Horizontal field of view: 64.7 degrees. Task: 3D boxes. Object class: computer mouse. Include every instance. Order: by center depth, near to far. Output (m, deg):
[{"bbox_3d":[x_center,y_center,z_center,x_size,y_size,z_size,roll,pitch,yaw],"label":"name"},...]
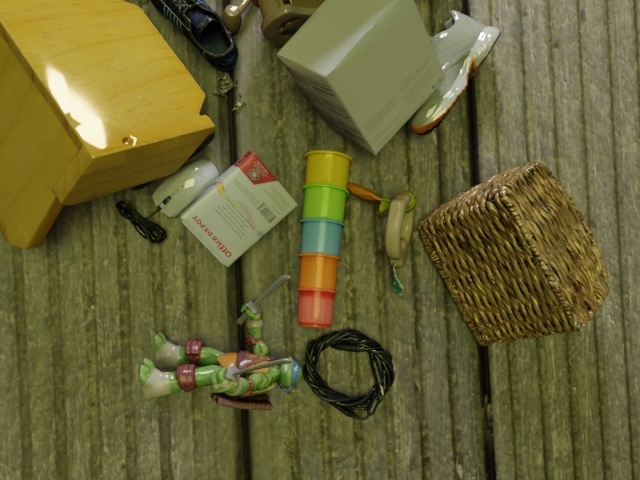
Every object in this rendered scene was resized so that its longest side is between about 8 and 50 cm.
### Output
[{"bbox_3d":[-0.277,-0.085,0.944,0.193,0.042,0.106,-41,92,-4],"label":"computer mouse"}]

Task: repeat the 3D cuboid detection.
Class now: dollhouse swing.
[{"bbox_3d":[-0.434,-0.205,0.892,0.315,0.305,0.347,-29,77,-43],"label":"dollhouse swing"}]

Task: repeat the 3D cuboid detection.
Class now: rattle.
[{"bbox_3d":[0.110,0.001,0.970,0.142,0.130,0.200,5,116,5],"label":"rattle"}]

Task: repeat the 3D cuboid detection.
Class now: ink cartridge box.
[{"bbox_3d":[-0.152,-0.059,0.927,0.175,0.072,0.127,-41,110,-4],"label":"ink cartridge box"}]

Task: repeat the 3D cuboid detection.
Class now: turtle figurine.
[{"bbox_3d":[-0.169,0.180,0.881,0.266,0.275,0.198,-3,56,-1],"label":"turtle figurine"}]

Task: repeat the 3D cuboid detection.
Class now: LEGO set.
[{"bbox_3d":[-0.175,-0.290,0.965,0.083,0.023,0.054,40,86,-4],"label":"LEGO set"}]

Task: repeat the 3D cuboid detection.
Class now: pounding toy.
[{"bbox_3d":[-0.055,-0.457,0.913,0.269,0.154,0.155,-19,92,-6],"label":"pounding toy"}]

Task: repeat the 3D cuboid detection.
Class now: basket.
[{"bbox_3d":[0.376,0.022,0.982,0.213,0.223,0.299,-32,93,-38],"label":"basket"}]

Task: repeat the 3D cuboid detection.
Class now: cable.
[{"bbox_3d":[0.054,0.247,0.972,0.184,0.047,0.150,38,86,-3],"label":"cable"}]

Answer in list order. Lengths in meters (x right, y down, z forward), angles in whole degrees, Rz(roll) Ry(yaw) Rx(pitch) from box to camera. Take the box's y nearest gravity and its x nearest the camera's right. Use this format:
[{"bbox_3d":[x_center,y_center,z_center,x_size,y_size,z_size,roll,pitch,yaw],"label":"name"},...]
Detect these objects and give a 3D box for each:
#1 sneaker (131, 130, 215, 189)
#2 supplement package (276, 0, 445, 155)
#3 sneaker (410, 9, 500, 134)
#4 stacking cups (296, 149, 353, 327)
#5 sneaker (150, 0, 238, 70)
[{"bbox_3d":[-0.288,-0.171,0.932,0.188,0.066,0.071,-35,92,-5],"label":"sneaker"},{"bbox_3d":[0.075,-0.302,0.877,0.194,0.149,0.203,-48,139,-2],"label":"supplement package"},{"bbox_3d":[0.230,-0.326,0.978,0.121,0.099,0.262,33,79,3],"label":"sneaker"},{"bbox_3d":[0.000,0.000,0.931,0.096,0.096,0.316,6,84,-5],"label":"stacking cups"},{"bbox_3d":[-0.235,-0.414,0.913,0.081,0.090,0.232,-45,102,-5],"label":"sneaker"}]
